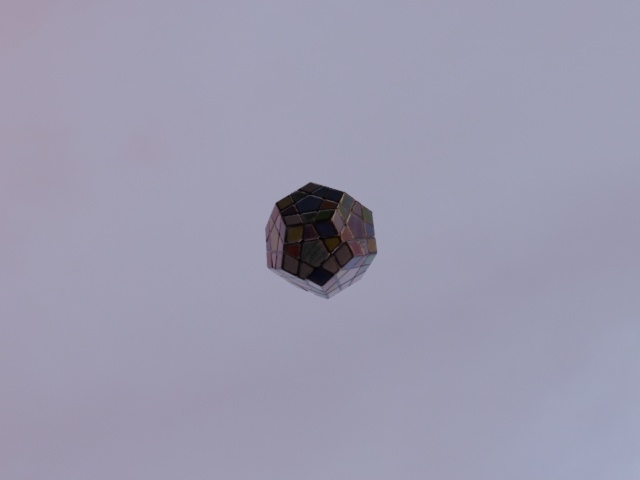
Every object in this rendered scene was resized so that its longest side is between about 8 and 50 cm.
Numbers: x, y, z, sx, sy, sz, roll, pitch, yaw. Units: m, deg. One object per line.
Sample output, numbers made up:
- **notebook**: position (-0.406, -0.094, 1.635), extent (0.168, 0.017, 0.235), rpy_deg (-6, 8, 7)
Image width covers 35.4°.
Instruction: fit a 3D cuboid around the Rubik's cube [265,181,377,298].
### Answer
- **Rubik's cube**: position (0.000, 0.000, 0.948), extent (0.111, 0.111, 0.093), rpy_deg (-37, -112, 0)
